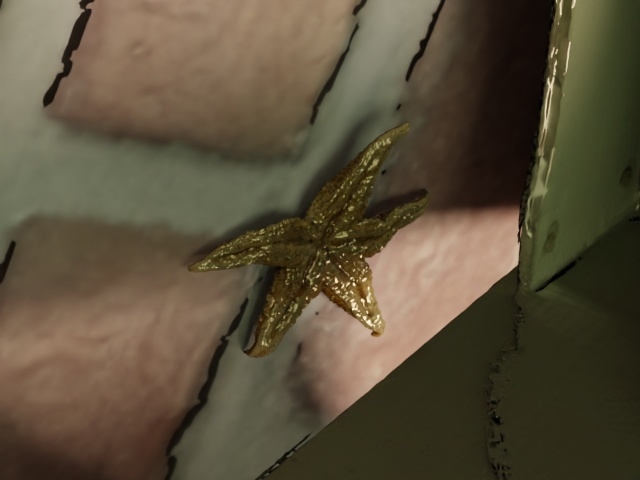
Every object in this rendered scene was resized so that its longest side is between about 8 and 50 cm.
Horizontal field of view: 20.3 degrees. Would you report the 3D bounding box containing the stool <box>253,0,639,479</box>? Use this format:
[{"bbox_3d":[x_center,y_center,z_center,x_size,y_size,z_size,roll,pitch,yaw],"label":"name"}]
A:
[{"bbox_3d":[0.100,-0.038,0.468,0.269,0.170,0.244,-34,136,-44],"label":"stool"}]

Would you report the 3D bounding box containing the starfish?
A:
[{"bbox_3d":[0.000,0.000,0.571,0.086,0.016,0.092,11,114,-44],"label":"starfish"}]
